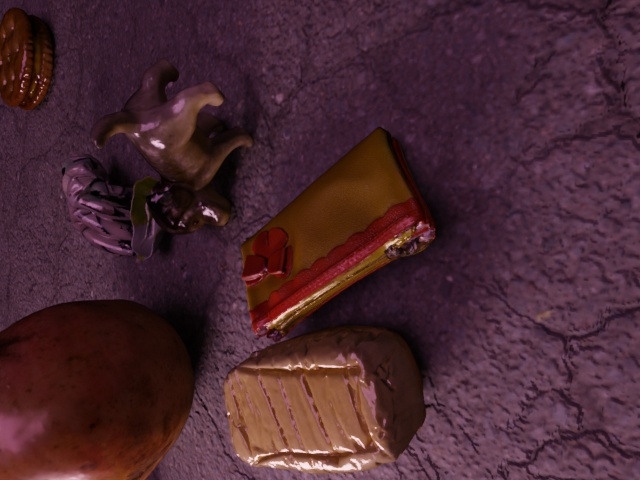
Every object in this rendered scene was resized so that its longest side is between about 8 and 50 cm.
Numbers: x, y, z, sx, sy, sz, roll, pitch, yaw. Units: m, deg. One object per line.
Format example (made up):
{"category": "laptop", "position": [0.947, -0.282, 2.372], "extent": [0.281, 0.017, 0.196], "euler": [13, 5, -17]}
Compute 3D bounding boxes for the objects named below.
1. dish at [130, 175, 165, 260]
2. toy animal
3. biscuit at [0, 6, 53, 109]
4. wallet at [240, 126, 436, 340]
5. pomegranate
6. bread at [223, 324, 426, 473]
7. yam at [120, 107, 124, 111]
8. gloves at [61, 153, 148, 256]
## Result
{"category": "dish", "position": [-0.275, -0.035, 0.675], "extent": [0.091, 0.039, 0.138], "euler": [17, 99, 30]}
{"category": "toy animal", "position": [-0.174, -0.109, 0.529], "extent": [0.121, 0.233, 0.169], "euler": [33, 70, 19]}
{"category": "biscuit", "position": [-0.690, -0.413, 0.933], "extent": [0.220, 0.066, 0.221], "euler": [1, 92, 36]}
{"category": "wallet", "position": [0.000, 0.000, 0.440], "extent": [0.241, 0.067, 0.141], "euler": [-39, 44, 28]}
{"category": "pomegranate", "position": [-0.336, 0.231, 0.575], "extent": [0.321, 0.322, 0.323], "euler": [2, 93, 35]}
{"category": "bread", "position": [-0.001, 0.173, 0.452], "extent": [0.236, 0.106, 0.140], "euler": [-21, 82, 34]}
{"category": "yam", "position": [-0.301, -0.187, 0.693], "extent": [0.033, 0.027, 0.129], "euler": [-43, 67, 5]}
{"category": "gloves", "position": [-0.389, -0.053, 0.719], "extent": [0.128, 0.111, 0.212], "euler": [-49, 59, 24]}
